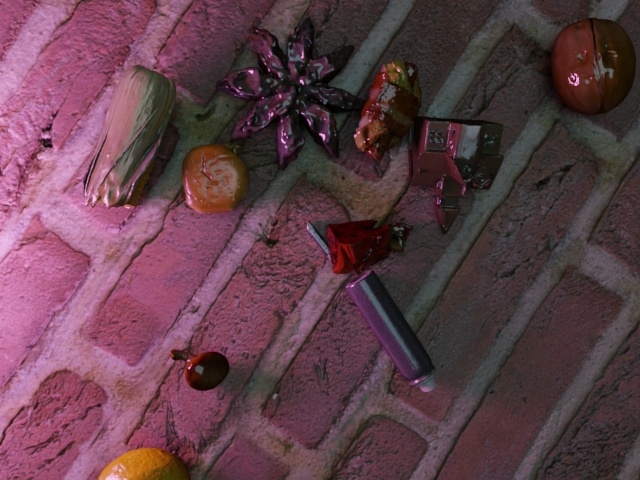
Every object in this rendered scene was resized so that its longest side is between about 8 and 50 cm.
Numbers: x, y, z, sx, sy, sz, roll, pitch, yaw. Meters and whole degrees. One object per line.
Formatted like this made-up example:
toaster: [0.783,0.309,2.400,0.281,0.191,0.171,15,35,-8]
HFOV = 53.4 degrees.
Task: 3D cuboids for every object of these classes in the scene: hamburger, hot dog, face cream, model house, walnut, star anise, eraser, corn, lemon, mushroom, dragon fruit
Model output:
hamburger: [-0.218,-0.129,1.327,0.137,0.083,0.147,-4,93,-5]
hot dog: [0.148,-0.268,1.322,0.103,0.146,0.213,22,99,25]
face cream: [0.157,0.197,1.354,0.073,0.073,0.284,-33,91,-4]
model house: [0.282,-0.128,1.343,0.180,0.176,0.248,1,105,-5]
walnut: [0.580,-0.373,1.358,0.167,0.167,0.207,-7,88,-5]
star anise: [-0.052,-0.308,1.325,0.331,0.117,0.332,0,94,-3]
eraser: [0.000,0.000,1.369,0.019,0.027,0.099,-37,91,3]
corn: [-0.388,-0.201,1.291,0.123,0.122,0.306,18,89,-17]
lemon: [-0.350,0.499,1.251,0.193,0.180,0.181,0,89,-29]
mushroom: [-0.257,0.266,1.322,0.129,0.073,0.088,18,118,-2]
dragon fruit: [0.107,0.009,1.360,0.192,0.122,0.093,-16,117,-23]
